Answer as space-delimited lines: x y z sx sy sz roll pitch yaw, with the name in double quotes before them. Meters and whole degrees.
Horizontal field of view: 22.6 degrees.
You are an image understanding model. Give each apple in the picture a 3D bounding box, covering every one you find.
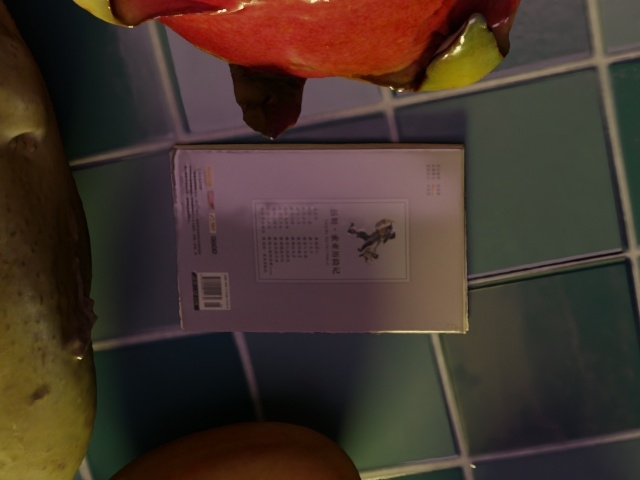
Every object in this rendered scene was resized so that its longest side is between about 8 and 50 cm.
"apple" -0.052 0.195 0.986 0.199 0.199 0.199 2 113 4

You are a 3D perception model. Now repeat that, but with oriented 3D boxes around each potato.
"potato" -0.226 0.013 0.898 0.202 0.218 0.351 1 114 -25

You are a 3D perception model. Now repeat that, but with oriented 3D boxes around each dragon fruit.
"dragon fruit" -0.001 -0.200 0.801 0.291 0.189 0.290 2 114 4

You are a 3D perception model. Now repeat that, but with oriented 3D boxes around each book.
"book" 0.000 0.000 0.984 0.182 0.014 0.127 0 113 5
